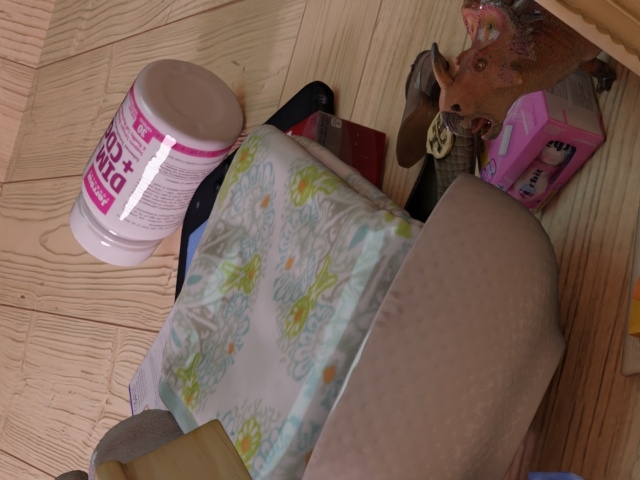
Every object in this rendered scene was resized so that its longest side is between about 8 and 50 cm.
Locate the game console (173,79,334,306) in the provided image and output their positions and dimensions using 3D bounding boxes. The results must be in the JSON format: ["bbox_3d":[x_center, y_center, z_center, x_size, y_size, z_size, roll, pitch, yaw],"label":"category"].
[{"bbox_3d":[-0.089,0.036,2.147,0.342,0.060,0.386,-44,36,50],"label":"game console"}]

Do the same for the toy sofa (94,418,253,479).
[{"bbox_3d":[-0.085,0.352,1.504,0.177,0.362,0.150,-26,26,-6],"label":"toy sofa"}]

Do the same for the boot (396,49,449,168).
[{"bbox_3d":[0.104,-0.143,1.860,0.118,0.042,0.087,-64,17,17],"label":"boot"}]

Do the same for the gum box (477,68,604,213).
[{"bbox_3d":[0.191,-0.124,1.602,0.107,0.062,0.188,-54,29,40],"label":"gum box"}]

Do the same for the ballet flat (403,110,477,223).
[{"bbox_3d":[0.100,-0.036,1.667,0.250,0.058,0.084,105,168,-50],"label":"ballet flat"}]

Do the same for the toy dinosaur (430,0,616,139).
[{"bbox_3d":[0.186,-0.217,1.502,0.127,0.200,0.295,-51,30,42],"label":"toy dinosaur"}]

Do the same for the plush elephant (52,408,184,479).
[{"bbox_3d":[-0.166,0.333,1.900,0.272,0.255,0.330,60,-178,10],"label":"plush elephant"}]

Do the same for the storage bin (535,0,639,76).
[{"bbox_3d":[0.230,-0.272,1.352,0.123,0.260,0.262,-39,37,32],"label":"storage bin"}]

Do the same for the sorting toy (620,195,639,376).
[{"bbox_3d":[0.289,-0.004,1.319,0.208,0.038,0.193,-26,51,61],"label":"sorting toy"}]

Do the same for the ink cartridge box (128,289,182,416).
[{"bbox_3d":[-0.153,0.163,2.081,0.224,0.045,0.223,-58,27,28],"label":"ink cartridge box"}]

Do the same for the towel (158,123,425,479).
[{"bbox_3d":[-0.042,0.074,1.742,0.320,0.090,0.374,-68,27,11],"label":"towel"}]

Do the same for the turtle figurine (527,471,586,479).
[{"bbox_3d":[0.102,0.317,1.316,0.266,0.198,0.274,128,154,-48],"label":"turtle figurine"}]

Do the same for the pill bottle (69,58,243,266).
[{"bbox_3d":[-0.236,-0.102,2.455,0.283,0.160,0.160,-54,28,38],"label":"pill bottle"}]

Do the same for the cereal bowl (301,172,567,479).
[{"bbox_3d":[0.105,0.123,1.439,0.339,0.141,0.339,-62,-9,-18],"label":"cereal bowl"}]

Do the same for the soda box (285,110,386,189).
[{"bbox_3d":[0.000,0.000,1.917,0.083,0.092,0.263,-25,51,58],"label":"soda box"}]
